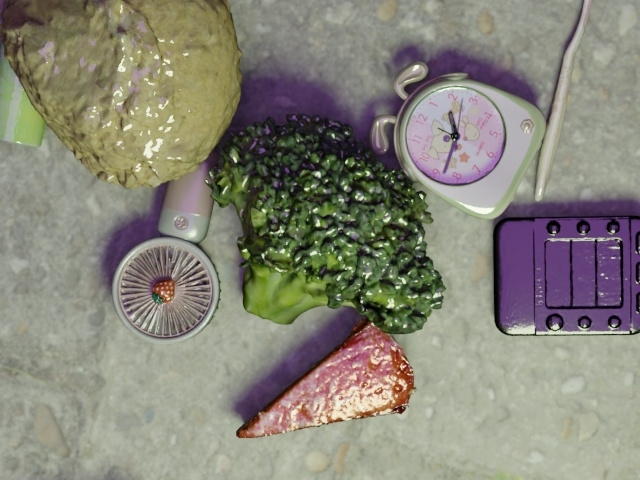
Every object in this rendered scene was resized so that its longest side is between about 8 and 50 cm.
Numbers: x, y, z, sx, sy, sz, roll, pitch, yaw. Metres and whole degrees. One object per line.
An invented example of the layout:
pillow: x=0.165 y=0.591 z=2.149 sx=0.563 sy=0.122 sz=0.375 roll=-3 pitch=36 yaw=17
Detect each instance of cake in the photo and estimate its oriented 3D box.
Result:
cake: x=0.018 y=0.199 z=1.653 sx=0.220 sy=0.086 sz=0.116 roll=-42 pitch=88 yaw=3

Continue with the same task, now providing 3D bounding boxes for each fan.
fan: x=-0.173 y=0.004 z=1.660 sx=0.130 sy=0.074 sz=0.244 roll=12 pitch=90 yaw=3

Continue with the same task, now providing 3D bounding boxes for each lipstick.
lipstick: x=-0.343 y=-0.266 z=1.652 sx=0.076 sy=0.076 sz=0.304 roll=12 pitch=93 yaw=2

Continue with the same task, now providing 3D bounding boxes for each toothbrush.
toothbrush: x=0.290 y=-0.198 z=1.648 sx=0.030 sy=0.025 sz=0.307 roll=13 pitch=93 yaw=10

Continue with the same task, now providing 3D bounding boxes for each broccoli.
broccoli: x=0.000 y=0.000 z=1.603 sx=0.248 sy=0.245 sz=0.288 roll=-2 pitch=64 yaw=-25

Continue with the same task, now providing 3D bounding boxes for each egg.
egg: x=-0.219 y=-0.215 z=1.553 sx=0.279 sy=0.279 sz=0.310 roll=-27 pitch=93 yaw=4

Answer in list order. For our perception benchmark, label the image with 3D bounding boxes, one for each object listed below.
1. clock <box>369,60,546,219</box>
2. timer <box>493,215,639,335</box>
clock: x=0.161 y=-0.125 z=1.640 sx=0.191 sy=0.062 sz=0.151 roll=28 pitch=95 yaw=2
timer: x=0.302 y=0.042 z=1.649 sx=0.187 sy=0.055 sz=0.144 roll=0 pitch=91 yaw=7
